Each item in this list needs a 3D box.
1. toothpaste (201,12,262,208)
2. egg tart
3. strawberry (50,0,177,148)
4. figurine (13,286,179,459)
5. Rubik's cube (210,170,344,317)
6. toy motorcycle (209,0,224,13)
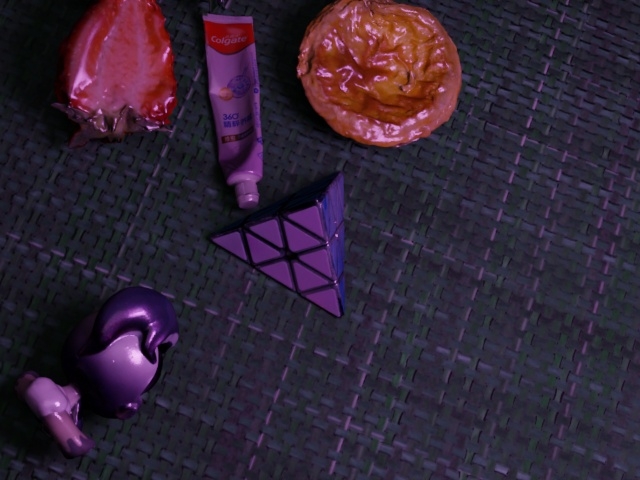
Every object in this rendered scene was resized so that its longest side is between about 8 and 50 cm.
[{"bbox_3d":[-0.116,-0.186,1.759,0.075,0.048,0.301,-8,69,0],"label":"toothpaste"},{"bbox_3d":[0.082,-0.235,1.778,0.241,0.106,0.241,3,75,-9],"label":"egg tart"},{"bbox_3d":[-0.287,-0.244,1.706,0.174,0.098,0.228,-8,87,-16],"label":"strawberry"},{"bbox_3d":[-0.275,0.149,1.580,0.222,0.145,0.145,-41,83,-17],"label":"figurine"},{"bbox_3d":[0.000,0.000,1.653,0.211,0.178,0.190,-32,83,-16],"label":"Rubik's cube"},{"bbox_3d":[-0.228,-0.398,1.772,0.275,0.125,0.187,-13,73,-9],"label":"toy motorcycle"}]
